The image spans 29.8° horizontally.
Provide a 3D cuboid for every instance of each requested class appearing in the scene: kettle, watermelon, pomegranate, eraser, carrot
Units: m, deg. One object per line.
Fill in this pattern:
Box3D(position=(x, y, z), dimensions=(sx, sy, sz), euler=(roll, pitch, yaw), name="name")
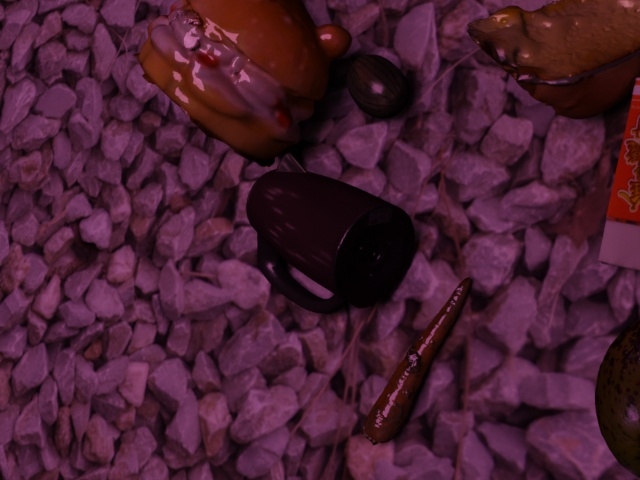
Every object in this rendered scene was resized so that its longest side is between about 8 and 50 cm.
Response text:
Box3D(position=(0.000, 0.000, 1.670), dimensions=(0.232, 0.144, 0.202), euler=(30, 125, 44), name="kettle")
Box3D(position=(0.080, -0.219, 1.703), dimensions=(0.078, 0.078, 0.110), euler=(-46, 53, 15), name="watermelon")
Box3D(position=(0.415, 0.150, 1.288), dimensions=(0.214, 0.214, 0.248), euler=(19, 53, 38), name="pomegranate")
Box3D(position=(0.411, -0.073, 1.393), dimensions=(0.157, 0.038, 0.230), euler=(14, 94, 55), name="eraser")
Box3D(position=(0.130, 0.157, 1.572), dimensions=(0.049, 0.049, 0.254), euler=(30, 89, 38), name="carrot")

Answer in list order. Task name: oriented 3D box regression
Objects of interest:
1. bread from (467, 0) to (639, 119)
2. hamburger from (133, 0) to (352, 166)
Box3D(position=(0.311, -0.224, 1.503), dimensions=(0.252, 0.133, 0.174), euler=(-25, 53, -23), name="bread")
Box3D(position=(-0.106, -0.273, 1.742), dimensions=(0.237, 0.276, 0.276), euler=(-50, 54, 15), name="hamburger")
